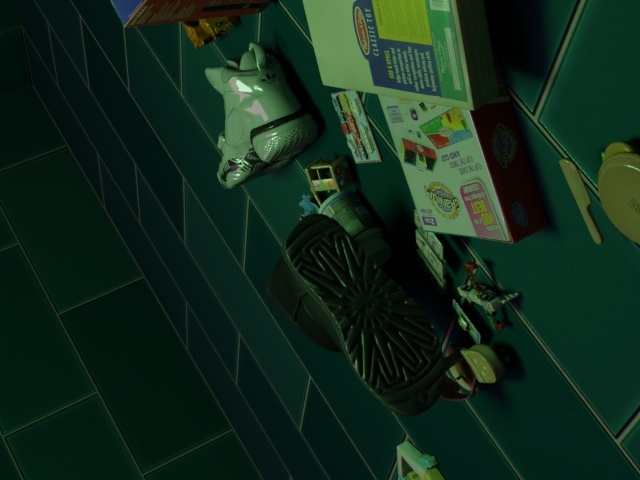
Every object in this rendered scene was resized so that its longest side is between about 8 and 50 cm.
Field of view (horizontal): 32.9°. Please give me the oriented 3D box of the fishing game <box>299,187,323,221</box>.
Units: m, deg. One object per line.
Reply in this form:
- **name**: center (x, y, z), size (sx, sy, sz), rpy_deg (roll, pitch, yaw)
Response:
- **fishing game**: center (0.000, 0.000, 2.085), size (0.189, 0.041, 0.264), rpy_deg (63, 169, 4)

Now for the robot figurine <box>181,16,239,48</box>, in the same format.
- **robot figurine**: center (-0.264, -0.531, 2.122), size (0.291, 0.085, 0.211), rpy_deg (67, 159, -7)

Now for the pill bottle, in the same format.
- **pill bottle**: center (0.062, -0.016, 1.903), size (0.137, 0.078, 0.078), rpy_deg (55, 157, 25)

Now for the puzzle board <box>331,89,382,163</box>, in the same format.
- **puzzle board**: center (0.058, -0.190, 1.816), size (0.096, 0.011, 0.128), rpy_deg (6, 119, 67)

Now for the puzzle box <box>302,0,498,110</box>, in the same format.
- **puzzle box**: center (0.065, -0.364, 1.300), size (0.272, 0.052, 0.409), rpy_deg (18, 132, 44)

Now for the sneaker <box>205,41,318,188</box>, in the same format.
- **sneaker**: center (-0.135, -0.236, 2.073), size (0.210, 0.137, 0.366), rpy_deg (65, 155, 2)

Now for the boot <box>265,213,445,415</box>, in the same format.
- **boot**: center (0.046, 0.156, 1.908), size (0.367, 0.146, 0.445), rpy_deg (58, 166, 8)

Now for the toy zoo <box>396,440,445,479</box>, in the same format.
- **toy zoo**: center (0.222, 0.536, 2.194), size (0.192, 0.030, 0.293), rpy_deg (46, 153, 41)

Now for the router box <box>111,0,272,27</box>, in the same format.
- **router box**: center (-0.259, -0.525, 1.801), size (0.082, 0.301, 0.335), rpy_deg (-37, 77, 44)

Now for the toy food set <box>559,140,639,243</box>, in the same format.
- **toy food set**: center (0.361, -0.051, 1.203), size (0.192, 0.038, 0.132), rpy_deg (5, 125, 61)

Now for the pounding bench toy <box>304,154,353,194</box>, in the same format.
- **pounding bench toy**: center (0.026, -0.123, 1.919), size (0.065, 0.083, 0.052), rpy_deg (-4, 115, 35)

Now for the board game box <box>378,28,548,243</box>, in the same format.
- **board game box**: center (0.175, -0.159, 1.486), size (0.242, 0.064, 0.316), rpy_deg (11, 123, 65)

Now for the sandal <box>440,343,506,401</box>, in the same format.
- **sandal**: center (0.218, 0.219, 1.738), size (0.088, 0.079, 0.240), rpy_deg (56, 165, 5)

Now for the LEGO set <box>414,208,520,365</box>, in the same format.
- **LEGO set**: center (0.230, 0.073, 1.673), size (0.244, 0.060, 0.182), rpy_deg (56, 170, 27)
